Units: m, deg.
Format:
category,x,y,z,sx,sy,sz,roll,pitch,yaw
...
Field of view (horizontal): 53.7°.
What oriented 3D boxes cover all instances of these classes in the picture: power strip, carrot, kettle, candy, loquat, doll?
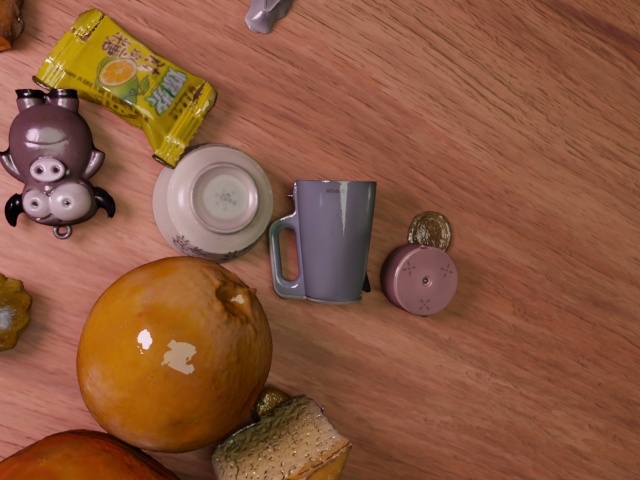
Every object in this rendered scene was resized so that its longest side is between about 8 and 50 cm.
category,x,y,z,sx,sy,sz,roll,pitch,yaw
power strip,0.209,0.084,1.344,0.154,0.078,0.154,-2,97,-18
carrot,-0.546,-0.459,1.082,0.102,0.102,0.263,13,77,-20
kettle,0.000,0.000,1.248,0.210,0.160,0.243,2,95,-2
candy,-0.347,-0.280,1.147,0.297,0.081,0.187,32,77,-6
loquat,-0.241,0.187,1.058,0.328,0.328,0.328,0,89,-20
doll,-0.454,-0.130,1.087,0.182,0.117,0.257,-4,90,-14

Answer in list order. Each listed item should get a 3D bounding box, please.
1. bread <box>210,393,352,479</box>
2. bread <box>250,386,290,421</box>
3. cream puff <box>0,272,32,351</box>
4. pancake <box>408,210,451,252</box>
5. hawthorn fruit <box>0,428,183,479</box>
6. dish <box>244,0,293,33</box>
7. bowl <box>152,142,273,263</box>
category,x,y,z,sx,sy,sz,roll,pitch,yaw
bread,-0.028,0.485,1.148,0.279,0.248,0.315,-38,118,-12
bread,-0.096,0.329,1.249,0.083,0.046,0.081,-8,90,-19
cream puff,-0.566,0.122,1.052,0.146,0.116,0.146,-1,91,-50
pancake,0.242,-0.011,1.398,0.115,0.011,0.115,1,87,-20
hawthorn fruit,-0.360,0.508,0.954,0.472,0.472,0.472,0,89,-20
dish,-0.101,-0.480,1.265,0.091,0.039,0.137,28,78,-18
bowl,-0.190,-0.074,1.181,0.238,0.126,0.237,1,88,-19
